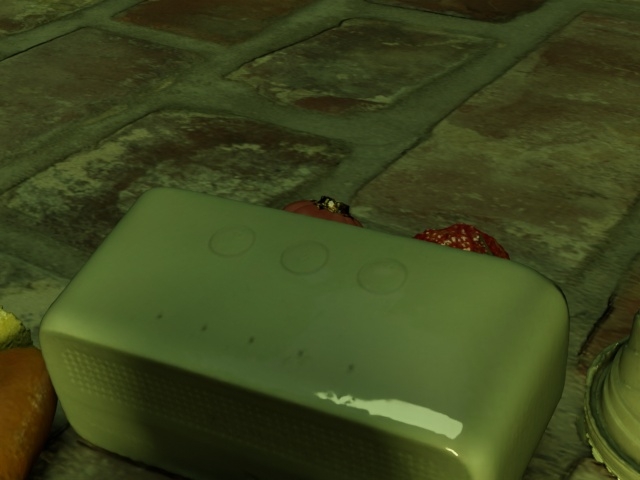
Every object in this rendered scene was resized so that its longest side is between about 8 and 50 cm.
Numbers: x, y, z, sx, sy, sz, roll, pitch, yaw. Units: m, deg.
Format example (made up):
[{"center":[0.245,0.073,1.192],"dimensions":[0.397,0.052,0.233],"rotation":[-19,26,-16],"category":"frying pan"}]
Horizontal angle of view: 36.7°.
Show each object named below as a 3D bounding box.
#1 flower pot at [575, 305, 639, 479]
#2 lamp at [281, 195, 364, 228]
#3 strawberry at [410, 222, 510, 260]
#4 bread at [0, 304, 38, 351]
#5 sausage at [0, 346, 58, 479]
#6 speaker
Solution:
[{"center":[0.332,0.106,0.780],"dimensions":[0.236,0.140,0.235],"rotation":[-4,30,3],"category":"flower pot"},{"center":[0.000,0.000,1.026],"dimensions":[0.108,0.092,0.107],"rotation":[21,9,-3],"category":"lamp"},{"center":[0.115,0.037,0.932],"dimensions":[0.148,0.131,0.131],"rotation":[31,46,31],"category":"strawberry"},{"center":[-0.351,0.099,0.917],"dimensions":[0.125,0.086,0.156],"rotation":[-30,39,-27],"category":"bread"},{"center":[-0.277,0.179,0.774],"dimensions":[0.098,0.098,0.238],"rotation":[0,39,6],"category":"sausage"},{"center":[-0.021,0.103,0.794],"dimensions":[0.406,0.183,0.184],"rotation":[12,41,23],"category":"speaker"}]
